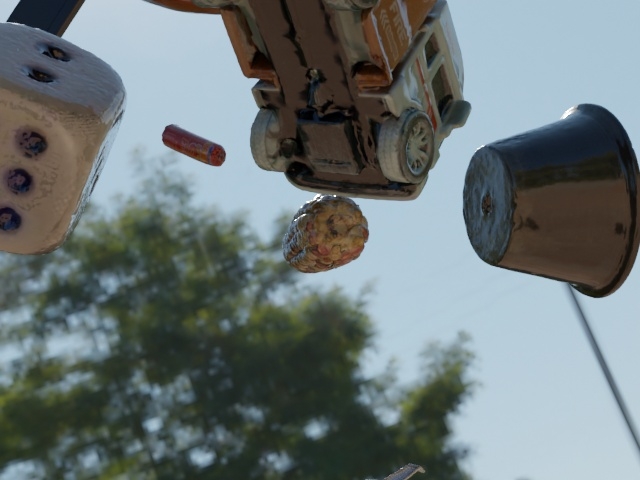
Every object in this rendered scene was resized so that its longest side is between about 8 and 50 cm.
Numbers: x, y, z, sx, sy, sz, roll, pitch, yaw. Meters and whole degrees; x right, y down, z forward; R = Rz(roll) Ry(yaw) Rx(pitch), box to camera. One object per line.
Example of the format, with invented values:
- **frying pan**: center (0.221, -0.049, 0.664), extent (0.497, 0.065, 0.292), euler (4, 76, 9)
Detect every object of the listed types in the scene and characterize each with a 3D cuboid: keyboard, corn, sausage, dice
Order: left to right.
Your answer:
- **dice**: center (-0.329, -0.113, 1.609), extent (0.192, 0.194, 0.193), euler (-74, 11, -65)
- **keyboard**: center (-0.406, -0.377, 2.286), extent (0.310, 0.100, 0.018), euler (-62, -18, -21)
- **sausage**: center (-0.164, -0.124, 1.966), extent (0.034, 0.129, 0.034), euler (-16, -63, -34)
- **corn**: center (0.000, 0.000, 1.558), extent (0.079, 0.080, 0.237), euler (-18, -5, -11)

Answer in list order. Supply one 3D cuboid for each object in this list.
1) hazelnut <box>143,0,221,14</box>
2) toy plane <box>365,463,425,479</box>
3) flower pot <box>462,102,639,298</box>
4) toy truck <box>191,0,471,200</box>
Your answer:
- **hazelnut**: center (-0.125, -0.395, 1.457), extent (0.315, 0.373, 0.372), euler (1, 0, 44)
- **toy plane**: center (0.040, 0.292, 1.526), extent (0.171, 0.162, 0.065), euler (8, -35, 33)
- **flower pot**: center (0.260, -0.046, 1.754), extent (0.148, 0.235, 0.235), euler (-2, -27, -19)
- **toy truck**: center (0.021, -0.175, 1.047), extent (0.133, 0.184, 0.338), euler (7, -45, 32)
